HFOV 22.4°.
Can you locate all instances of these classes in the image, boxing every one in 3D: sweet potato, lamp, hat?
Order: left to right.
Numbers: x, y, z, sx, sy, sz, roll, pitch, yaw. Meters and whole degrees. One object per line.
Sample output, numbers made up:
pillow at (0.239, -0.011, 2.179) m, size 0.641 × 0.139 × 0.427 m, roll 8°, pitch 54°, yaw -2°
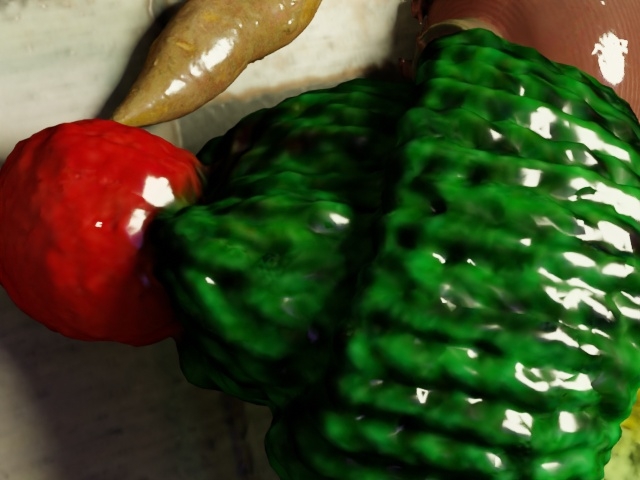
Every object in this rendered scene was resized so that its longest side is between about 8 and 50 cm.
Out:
sweet potato at (-0.042, -0.127, 0.908) m, size 0.218 × 0.051 × 0.065 m, roll -52°, pitch 123°, yaw -26°
hat at (0.000, 0.000, 0.806) m, size 0.332 × 0.274 × 0.242 m, roll 16°, pitch 105°, yaw 1°
lamp at (0.167, -0.112, 1.010) m, size 0.258 × 0.180 × 0.180 m, roll -10°, pitch 95°, yaw -40°

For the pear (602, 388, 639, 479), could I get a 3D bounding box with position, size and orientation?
pear at (0.248, 0.075, 1.044) m, size 0.282 × 0.286 × 0.176 m, roll -52°, pitch 144°, yaw -54°
